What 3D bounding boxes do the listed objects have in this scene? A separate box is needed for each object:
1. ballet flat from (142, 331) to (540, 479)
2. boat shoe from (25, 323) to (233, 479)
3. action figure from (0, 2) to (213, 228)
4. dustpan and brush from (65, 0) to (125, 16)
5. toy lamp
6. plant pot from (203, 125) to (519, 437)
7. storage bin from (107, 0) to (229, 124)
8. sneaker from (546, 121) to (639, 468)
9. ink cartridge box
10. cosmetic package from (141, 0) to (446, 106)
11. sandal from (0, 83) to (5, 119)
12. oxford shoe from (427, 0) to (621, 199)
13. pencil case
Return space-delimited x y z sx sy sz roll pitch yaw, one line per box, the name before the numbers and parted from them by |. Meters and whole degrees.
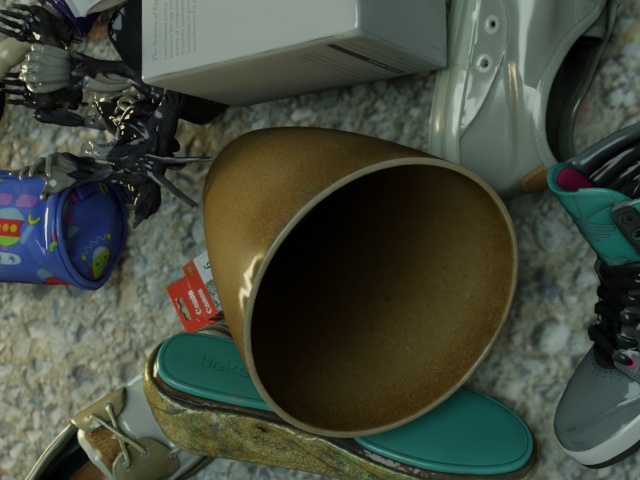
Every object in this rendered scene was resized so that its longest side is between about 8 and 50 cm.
ballet flat | 0.013 0.167 0.952 0.349 0.123 0.123 13 90 5
boat shoe | -0.186 0.203 1.047 0.302 0.103 0.113 -48 69 12
action figure | -0.221 -0.112 1.000 0.276 0.141 0.164 39 127 39
dustpan and brush | -0.176 -0.317 1.102 0.211 0.060 0.147 -21 51 -16
toy lamp | -0.326 -0.190 1.122 0.080 0.080 0.274 37 78 22
plant pot | 0.000 0.000 0.918 0.237 0.237 0.254 -59 34 8
storage bin | -0.105 -0.214 1.065 0.180 0.084 0.122 -36 72 17
sneaker | 0.233 0.022 0.829 0.178 0.124 0.295 32 93 -21
ink cartridge box | -0.104 0.044 1.068 0.115 0.029 0.062 -32 74 17
cosmetic package | -0.025 -0.244 0.890 0.225 0.138 0.223 -4 83 36
sandal | -0.571 -0.176 1.266 0.446 0.107 0.167 11 90 11
oxford shoe | 0.190 -0.245 0.897 0.130 0.169 0.449 10 96 27
pencil case | -0.351 -0.020 1.131 0.306 0.119 0.133 2 106 24
